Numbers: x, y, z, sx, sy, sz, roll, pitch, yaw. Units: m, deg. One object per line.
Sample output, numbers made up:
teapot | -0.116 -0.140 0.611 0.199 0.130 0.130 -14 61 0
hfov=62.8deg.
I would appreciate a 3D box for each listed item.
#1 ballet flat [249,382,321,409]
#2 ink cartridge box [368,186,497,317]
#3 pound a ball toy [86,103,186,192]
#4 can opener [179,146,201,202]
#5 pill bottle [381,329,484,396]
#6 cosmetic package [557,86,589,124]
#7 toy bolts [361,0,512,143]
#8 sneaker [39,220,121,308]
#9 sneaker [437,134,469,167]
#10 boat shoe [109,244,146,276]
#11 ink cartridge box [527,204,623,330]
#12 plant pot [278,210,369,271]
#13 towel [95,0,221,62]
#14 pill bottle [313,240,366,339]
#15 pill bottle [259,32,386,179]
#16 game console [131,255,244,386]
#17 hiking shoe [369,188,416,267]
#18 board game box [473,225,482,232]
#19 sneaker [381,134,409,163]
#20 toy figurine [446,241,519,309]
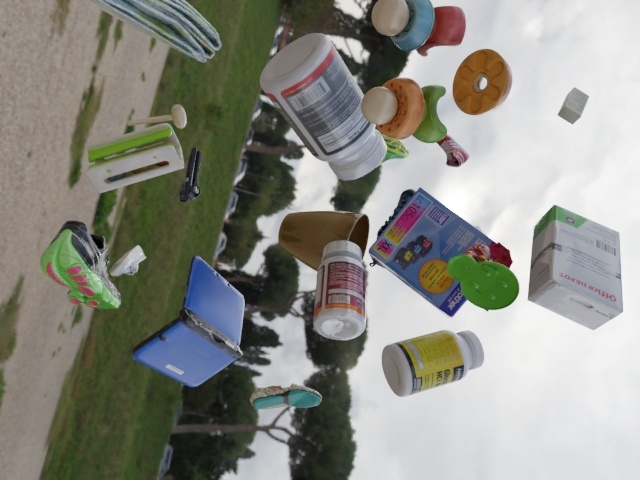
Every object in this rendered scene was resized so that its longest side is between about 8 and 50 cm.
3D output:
ballet flat | -0.117 0.517 1.770 0.077 0.241 0.091 -107 -160 -61
ink cartridge box | 0.388 0.061 1.657 0.270 0.395 0.151 -51 166 0
pound a ball toy | -0.561 -0.284 1.665 0.136 0.319 0.208 77 -5 -52
can opener | -0.423 -0.216 1.716 0.059 0.073 0.186 40 56 -75
pill bottle | 0.403 0.426 1.873 0.188 0.334 0.188 169 -90 -73
cosmetic package | 0.784 -0.417 1.624 0.115 0.060 0.041 -52 175 -32
toy bolts | 0.166 -0.288 0.837 0.218 0.158 0.228 -8 -95 52
sneaker | -0.743 0.092 1.709 0.483 0.185 0.202 113 -13 -63
sneaker | 0.356 -0.251 1.466 0.067 0.118 0.042 -43 170 -40
boat shoe | -0.599 0.076 1.647 0.066 0.063 0.184 -34 -164 8
ink cartridge box | 0.703 0.071 1.453 0.121 0.211 0.289 115 0 -52
plant pot | 0.000 0.000 1.704 0.237 0.254 0.237 15 90 -70
towel | -0.406 -0.490 1.010 0.090 0.374 0.320 -62 156 8
pill bottle | 0.049 0.114 1.252 0.121 0.121 0.221 123 -21 -46
pill bottle | 0.020 -0.345 1.409 0.210 0.363 0.210 -23 -140 21
game console | -0.338 0.225 1.402 0.250 0.293 0.173 -34 -127 0
hiking shoe | 0.271 -0.040 1.840 0.113 0.132 0.304 15 -90 46
board game box | 0.576 0.048 1.926 0.210 0.047 0.160 -63 149 -73
sneaker | 0.221 -0.351 2.103 0.109 0.295 0.123 69 -30 29
toy figurine | 0.393 0.056 1.251 0.130 0.173 0.159 -60 175 37
